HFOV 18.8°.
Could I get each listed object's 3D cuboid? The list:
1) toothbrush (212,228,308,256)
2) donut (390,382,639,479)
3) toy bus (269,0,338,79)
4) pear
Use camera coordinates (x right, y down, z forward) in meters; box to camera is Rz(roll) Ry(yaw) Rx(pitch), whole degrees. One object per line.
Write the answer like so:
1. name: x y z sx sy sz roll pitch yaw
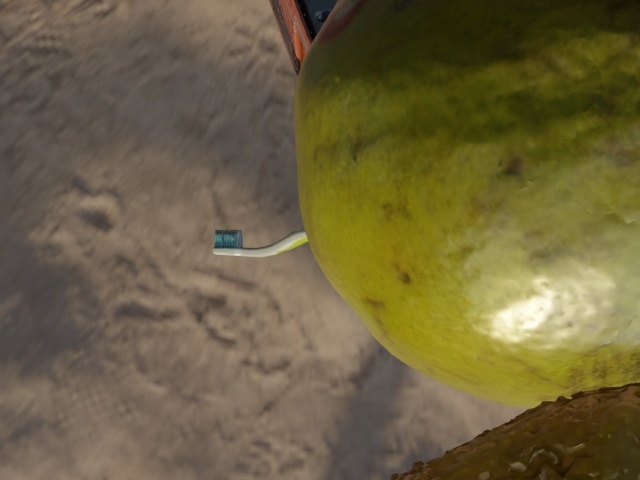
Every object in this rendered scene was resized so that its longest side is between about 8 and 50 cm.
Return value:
1. toothbrush: 0.000 0.000 1.672 0.263 0.022 0.026 -2 91 43
2. donut: 0.096 0.138 0.590 0.253 0.253 0.118 -21 114 6
3. toy bus: 0.062 -0.206 1.902 0.203 0.233 0.427 -14 61 -9
4. pear: 0.145 -0.052 1.054 0.287 0.375 0.287 5 81 -33
